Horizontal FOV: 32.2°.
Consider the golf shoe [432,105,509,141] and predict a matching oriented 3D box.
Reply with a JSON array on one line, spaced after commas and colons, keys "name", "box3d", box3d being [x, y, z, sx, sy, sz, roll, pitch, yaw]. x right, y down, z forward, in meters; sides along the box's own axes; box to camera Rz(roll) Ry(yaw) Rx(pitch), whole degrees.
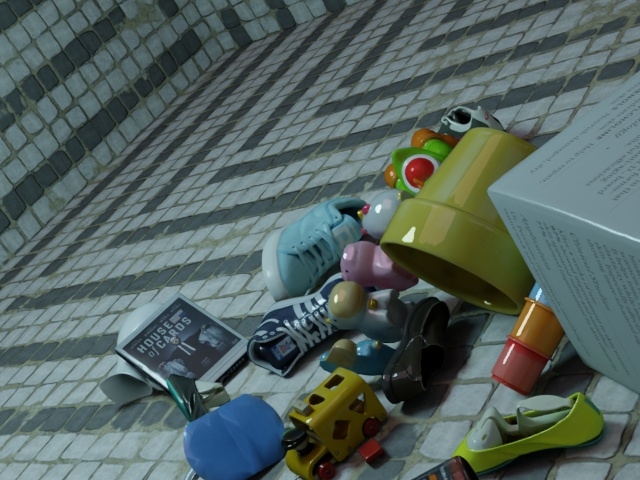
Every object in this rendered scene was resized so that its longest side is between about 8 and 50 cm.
[{"name": "golf shoe", "box3d": [0.299, -0.237, 2.391, 0.105, 0.120, 0.273, -45, 24, -23]}]

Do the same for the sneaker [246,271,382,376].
[{"name": "sneaker", "box3d": [-0.016, 0.155, 2.022, 0.282, 0.099, 0.153, -24, 19, 36]}]

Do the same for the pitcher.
[{"name": "pitcher", "box3d": [-0.345, 0.230, 2.297, 0.178, 0.125, 0.207, -5, 43, 23]}]

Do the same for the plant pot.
[{"name": "plant pot", "box3d": [0.258, -0.041, 1.780, 0.254, 0.254, 0.239, 11, 72, 59]}]

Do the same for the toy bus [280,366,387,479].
[{"name": "toy bus", "box3d": [0.000, 0.289, 1.726, 0.191, 0.104, 0.202, -24, 24, 21]}]

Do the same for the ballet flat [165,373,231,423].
[{"name": "ballet flat", "box3d": [-0.198, 0.313, 1.970, 0.096, 0.095, 0.280, -25, 32, -8]}]

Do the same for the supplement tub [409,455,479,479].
[{"name": "supplement tub", "box3d": [0.119, 0.364, 1.418, 0.198, 0.106, 0.106, -31, 23, 6]}]

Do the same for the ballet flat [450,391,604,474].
[{"name": "ballet flat", "box3d": [0.264, 0.252, 1.490, 0.231, 0.077, 0.077, -20, 26, 28]}]

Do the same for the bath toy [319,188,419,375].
[{"name": "bath toy", "box3d": [0.088, 0.064, 1.904, 0.129, 0.151, 0.348, -23, 42, 44]}]

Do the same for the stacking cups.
[{"name": "stacking cups", "box3d": [0.344, 0.072, 1.593, 0.316, 0.096, 0.096, -61, 26, -3]}]

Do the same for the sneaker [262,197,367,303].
[{"name": "sneaker", "box3d": [0.000, 0.000, 2.248, 0.150, 0.135, 0.366, -23, 19, 30]}]

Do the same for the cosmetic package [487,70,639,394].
[{"name": "cosmetic package", "box3d": [0.489, 0.004, 1.376, 0.327, 0.329, 0.394, -36, 24, -10]}]

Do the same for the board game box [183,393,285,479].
[{"name": "board game box", "box3d": [-0.140, 0.337, 1.833, 0.169, 0.033, 0.133, -27, 62, -19]}]

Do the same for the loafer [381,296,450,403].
[{"name": "loafer", "box3d": [0.172, 0.178, 1.781, 0.078, 0.080, 0.220, -4, 40, 32]}]

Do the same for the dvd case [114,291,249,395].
[{"name": "dvd case", "box3d": [-0.268, 0.215, 2.194, 0.239, 0.029, 0.179, 30, 62, 35]}]

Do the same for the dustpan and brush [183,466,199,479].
[{"name": "dustpan and brush", "box3d": [-0.235, 0.442, 1.776, 0.147, 0.060, 0.211, -9, 33, 45]}]

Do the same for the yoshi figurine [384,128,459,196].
[{"name": "yoshi figurine", "box3d": [0.259, -0.080, 2.076, 0.203, 0.203, 0.362, -14, 23, -7]}]
